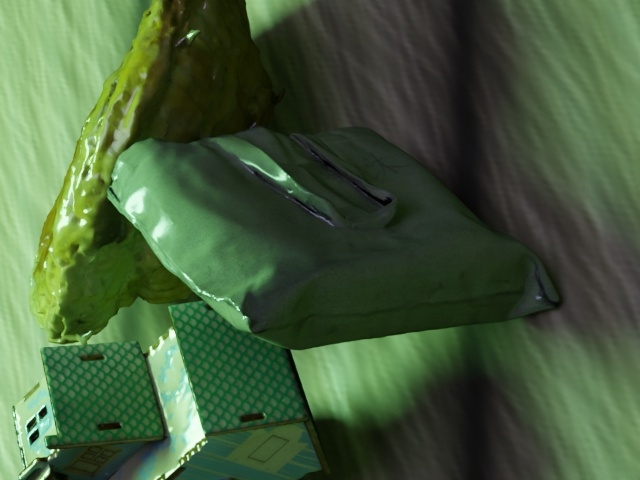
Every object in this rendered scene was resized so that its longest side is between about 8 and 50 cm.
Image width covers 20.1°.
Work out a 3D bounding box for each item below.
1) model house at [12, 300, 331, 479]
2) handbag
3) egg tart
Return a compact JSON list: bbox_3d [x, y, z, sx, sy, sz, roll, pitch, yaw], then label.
[{"bbox_3d":[-0.087,0.158,1.446,0.206,0.271,0.178,-44,42,24],"label":"model house"},{"bbox_3d":[0.001,-0.002,1.439,0.253,0.316,0.109,42,127,41],"label":"handbag"},{"bbox_3d":[-0.137,-0.079,1.603,0.339,0.153,0.351,120,173,-53],"label":"egg tart"}]
